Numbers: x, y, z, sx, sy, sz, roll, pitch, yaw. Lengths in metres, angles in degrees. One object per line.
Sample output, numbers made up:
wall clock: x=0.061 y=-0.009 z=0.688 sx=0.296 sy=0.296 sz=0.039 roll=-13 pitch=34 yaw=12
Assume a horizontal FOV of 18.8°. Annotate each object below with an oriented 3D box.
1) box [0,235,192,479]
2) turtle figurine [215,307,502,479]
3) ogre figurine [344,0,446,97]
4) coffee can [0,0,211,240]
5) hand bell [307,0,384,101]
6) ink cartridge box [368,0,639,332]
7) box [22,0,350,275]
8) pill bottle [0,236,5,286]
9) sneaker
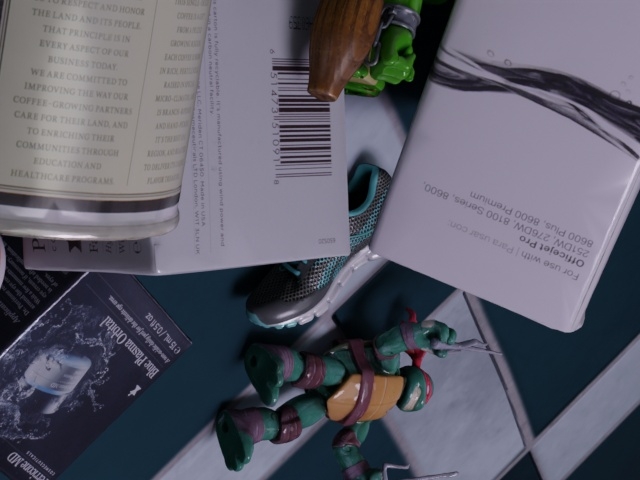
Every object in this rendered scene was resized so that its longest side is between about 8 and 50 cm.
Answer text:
box: x=-0.193 y=0.068 z=1.308 sx=0.158 sy=0.093 sz=0.156 roll=-44 pitch=148 yaw=-7
turtle figurine: x=0.033 y=0.136 z=1.640 sx=0.234 sy=0.118 sz=0.175 roll=1 pitch=109 yaw=-33
ogre figurine: x=0.034 y=-0.160 z=1.312 sx=0.197 sy=0.096 sz=0.118 roll=45 pitch=61 yaw=-84
coffee can: x=-0.141 y=-0.155 z=0.889 sx=0.201 sy=0.201 sz=0.275 roll=-1 pitch=104 yaw=-51
hand bell: x=0.037 y=-0.200 z=1.199 sx=0.126 sy=0.126 sz=0.242 roll=37 pitch=70 yaw=-58
ink cartridge box: x=0.193 y=-0.178 z=1.357 sx=0.285 sy=0.166 sz=0.395 roll=-57 pitch=168 yaw=-59
box: x=-0.083 y=-0.073 z=1.199 sx=0.182 sy=0.119 sz=0.181 roll=-5 pitch=94 yaw=-49
pill bottle: x=-0.260 y=-0.004 z=1.153 sx=0.086 sy=0.086 sz=0.152 roll=-49 pitch=149 yaw=-1
sneaker: x=0.000 y=0.000 z=1.522 sx=0.166 sy=0.065 sz=0.076 roll=-41 pitch=131 yaw=-20
